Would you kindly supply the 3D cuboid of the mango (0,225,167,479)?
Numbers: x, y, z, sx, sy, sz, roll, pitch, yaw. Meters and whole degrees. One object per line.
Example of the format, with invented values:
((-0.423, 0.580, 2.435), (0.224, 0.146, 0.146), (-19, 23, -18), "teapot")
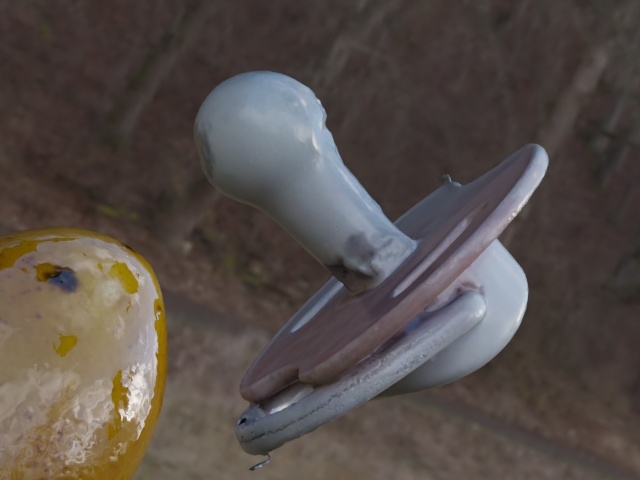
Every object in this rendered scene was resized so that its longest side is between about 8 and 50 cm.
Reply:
((-0.197, 0.104, 0.933), (0.191, 0.290, 0.160), (48, -15, 24), "mango")

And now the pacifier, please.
((0.031, 0.011, 1.277), (0.220, 0.273, 0.332), (-6, -6, -19), "pacifier")
